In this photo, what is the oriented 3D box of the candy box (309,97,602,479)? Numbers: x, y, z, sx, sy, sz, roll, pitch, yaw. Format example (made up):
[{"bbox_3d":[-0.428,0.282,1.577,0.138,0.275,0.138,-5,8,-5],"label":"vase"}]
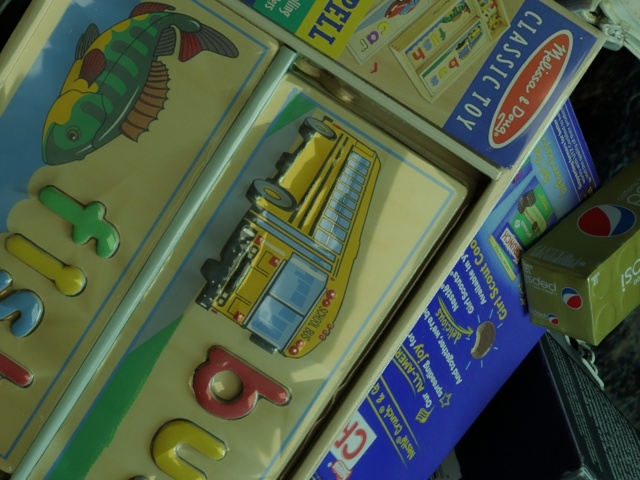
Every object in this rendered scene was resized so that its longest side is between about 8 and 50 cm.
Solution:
[{"bbox_3d":[0.042,0.004,1.088,0.317,0.122,0.268,-48,133,-23],"label":"candy box"}]

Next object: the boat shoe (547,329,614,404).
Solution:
[{"bbox_3d":[0.210,0.106,1.317,0.206,0.075,0.065,47,67,-40],"label":"boat shoe"}]

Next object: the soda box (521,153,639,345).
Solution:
[{"bbox_3d":[0.221,-0.003,1.138,0.181,0.058,0.061,-37,130,-33],"label":"soda box"}]

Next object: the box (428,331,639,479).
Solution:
[{"bbox_3d":[0.134,0.261,1.256,0.296,0.182,0.294,-33,125,17],"label":"box"}]

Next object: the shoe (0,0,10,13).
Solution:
[{"bbox_3d":[-0.225,-0.167,0.977,0.219,0.058,0.076,-50,146,3],"label":"shoe"}]

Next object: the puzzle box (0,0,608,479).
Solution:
[{"bbox_3d":[-0.067,-0.015,0.881,0.272,0.052,0.409,32,100,-2],"label":"puzzle box"}]

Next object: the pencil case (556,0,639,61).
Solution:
[{"bbox_3d":[0.326,-0.142,1.188,0.410,0.160,0.183,35,83,-34],"label":"pencil case"}]
